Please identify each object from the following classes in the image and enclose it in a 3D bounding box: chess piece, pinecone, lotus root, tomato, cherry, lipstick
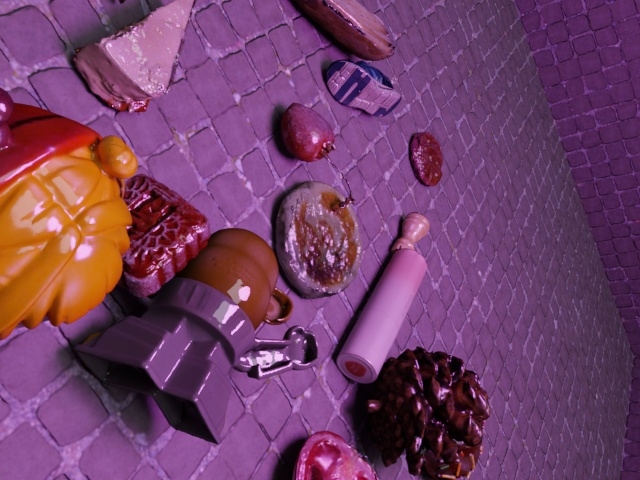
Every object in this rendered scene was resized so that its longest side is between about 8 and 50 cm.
[{"bbox_3d":[0.210,-0.006,1.348,0.066,0.066,0.122,56,49,-25],"label":"chess piece"},{"bbox_3d":[0.210,0.322,1.110,0.257,0.243,0.244,-20,97,-27],"label":"pinecone"},{"bbox_3d":[0.023,-0.492,1.217,0.329,0.078,0.167,27,38,-32],"label":"lotus root"},{"bbox_3d":[0.010,0.434,0.960,0.189,0.099,0.173,45,40,-2],"label":"tomato"},{"bbox_3d":[-0.004,-0.162,1.071,0.226,0.090,0.107,60,22,5],"label":"cherry"},{"bbox_3d":[0.138,0.149,1.195,0.087,0.087,0.327,58,42,-23],"label":"lipstick"}]

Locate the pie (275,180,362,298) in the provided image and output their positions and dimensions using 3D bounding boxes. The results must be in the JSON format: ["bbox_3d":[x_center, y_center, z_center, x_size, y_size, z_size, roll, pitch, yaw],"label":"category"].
[{"bbox_3d":[0.000,0.000,1.092,0.240,0.054,0.241,14,71,-46],"label":"pie"}]

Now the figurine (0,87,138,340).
[{"bbox_3d":[-0.302,-0.011,0.506,0.196,0.323,0.320,59,42,-24],"label":"figurine"}]

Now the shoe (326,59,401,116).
[{"bbox_3d":[0.091,-0.357,1.279,0.207,0.091,0.106,12,46,-44],"label":"shoe"}]

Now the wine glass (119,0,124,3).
[{"bbox_3d":[-0.363,-0.412,0.740,0.262,0.074,0.074,20,66,-46],"label":"wine glass"}]

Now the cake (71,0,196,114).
[{"bbox_3d":[-0.240,-0.274,0.835,0.117,0.086,0.220,60,43,-21],"label":"cake"}]

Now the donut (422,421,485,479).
[{"bbox_3d":[0.297,0.426,1.313,0.269,0.103,0.270,18,66,-46],"label":"donut"}]

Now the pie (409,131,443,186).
[{"bbox_3d":[0.287,-0.218,1.511,0.154,0.036,0.155,14,72,-48],"label":"pie"}]

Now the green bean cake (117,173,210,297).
[{"bbox_3d":[-0.225,-0.011,0.711,0.135,0.135,0.056,-49,164,-31],"label":"green bean cake"}]

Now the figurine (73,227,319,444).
[{"bbox_3d":[-0.155,0.098,0.785,0.342,0.167,0.285,51,47,-29],"label":"figurine"}]
